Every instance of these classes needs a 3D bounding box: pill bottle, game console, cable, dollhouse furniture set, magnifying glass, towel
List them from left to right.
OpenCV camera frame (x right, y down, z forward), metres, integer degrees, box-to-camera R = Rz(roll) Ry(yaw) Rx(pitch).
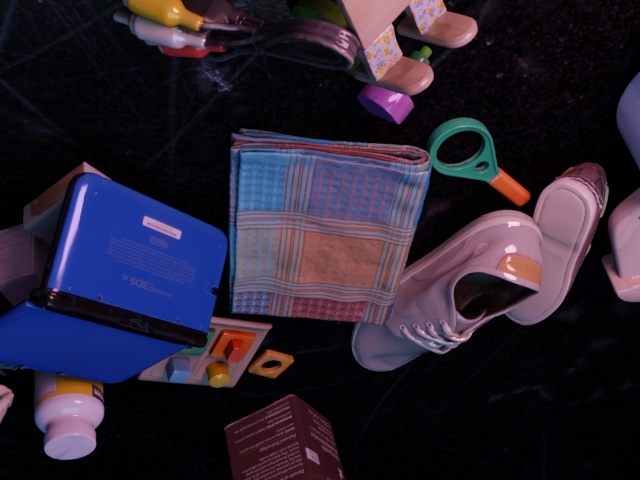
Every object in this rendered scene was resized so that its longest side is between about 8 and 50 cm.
[{"bbox_3d":[-0.389,0.238,1.282,0.103,0.184,0.103,-10,140,-8],"label":"pill bottle"},{"bbox_3d":[-0.298,0.066,1.128,0.173,0.250,0.293,4,166,34],"label":"game console"},{"bbox_3d":[-0.087,-0.202,0.866,0.072,0.287,0.139,-60,155,-11],"label":"cable"},{"bbox_3d":[0.000,0.000,1.213,0.272,0.040,0.370,5,137,-3],"label":"towel"},{"bbox_3d":[0.119,-0.285,0.796,0.242,0.161,0.212,-48,137,-14],"label":"dollhouse furniture set"},{"bbox_3d":[0.242,-0.110,1.230,0.092,0.026,0.231,-39,133,23],"label":"magnifying glass"}]

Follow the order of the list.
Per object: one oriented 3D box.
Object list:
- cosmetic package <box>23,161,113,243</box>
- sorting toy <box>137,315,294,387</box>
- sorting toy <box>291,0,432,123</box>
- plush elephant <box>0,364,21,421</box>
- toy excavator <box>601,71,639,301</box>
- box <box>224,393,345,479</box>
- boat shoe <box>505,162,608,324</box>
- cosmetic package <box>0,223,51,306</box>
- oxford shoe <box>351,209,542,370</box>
[{"bbox_3d":[-0.329,-0.046,1.090,0.115,0.041,0.060,-32,138,17],"label":"cosmetic package"},{"bbox_3d":[-0.195,0.200,1.411,0.348,0.047,0.196,10,133,-29],"label":"sorting toy"},{"bbox_3d":[0.040,-0.279,0.934,0.126,0.127,0.365,-52,139,-5],"label":"sorting toy"},{"bbox_3d":[-0.562,0.220,1.147,0.330,0.255,0.272,17,129,-34],"label":"plush elephant"},{"bbox_3d":[0.528,-0.109,1.193,0.433,0.222,0.445,26,131,-36],"label":"toy excavator"},{"bbox_3d":[-0.063,0.445,1.613,0.167,0.203,0.168,-28,139,12],"label":"box"},{"bbox_3d":[0.377,0.012,1.346,0.097,0.117,0.324,-40,153,-36],"label":"boat shoe"},{"bbox_3d":[-0.379,0.087,1.183,0.061,0.098,0.239,-16,139,3],"label":"cosmetic package"},{"bbox_3d":[0.192,0.119,1.357,0.169,0.130,0.449,19,139,-26],"label":"oxford shoe"}]
